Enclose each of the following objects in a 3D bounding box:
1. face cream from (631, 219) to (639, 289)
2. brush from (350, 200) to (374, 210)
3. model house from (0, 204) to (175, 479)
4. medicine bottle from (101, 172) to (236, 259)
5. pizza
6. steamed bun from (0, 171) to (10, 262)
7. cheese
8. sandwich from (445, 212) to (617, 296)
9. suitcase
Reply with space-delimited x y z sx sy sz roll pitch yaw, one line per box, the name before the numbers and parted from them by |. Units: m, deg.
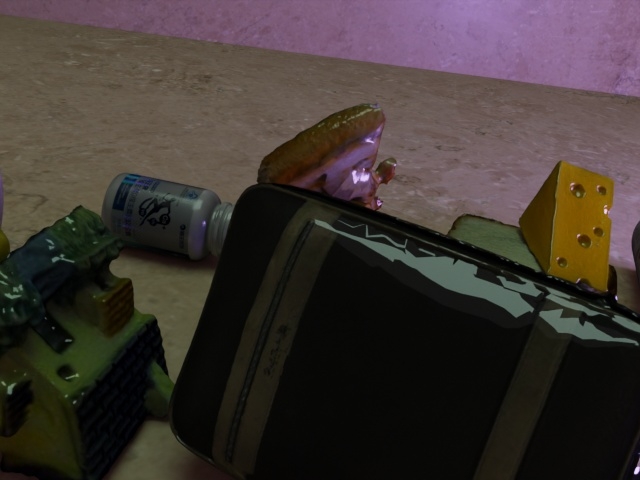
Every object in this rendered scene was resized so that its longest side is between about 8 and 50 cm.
face cream | 0.552 0.070 1.037 0.145 0.146 0.370 15 27 12
brush | 0.010 0.089 0.823 0.166 0.174 0.267 -18 57 12
model house | -0.227 0.112 0.657 0.211 0.170 0.194 46 20 -8
medicine bottle | -0.214 -0.031 1.030 0.191 0.107 0.107 12 26 6
pizza | 0.013 -0.057 0.916 0.189 0.297 0.071 -25 68 -8
steamed bun | -0.474 -0.029 0.655 0.333 0.374 0.334 13 57 -20
cheese | 0.356 -0.003 0.994 0.093 0.126 0.171 19 44 -6
sandwich | 0.274 0.072 0.994 0.271 0.099 0.301 24 26 18
suitcase | 0.079 0.131 0.600 0.433 0.283 0.194 22 7 27
